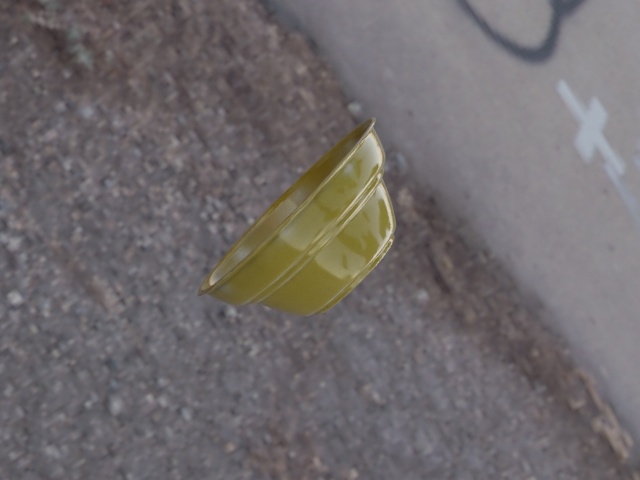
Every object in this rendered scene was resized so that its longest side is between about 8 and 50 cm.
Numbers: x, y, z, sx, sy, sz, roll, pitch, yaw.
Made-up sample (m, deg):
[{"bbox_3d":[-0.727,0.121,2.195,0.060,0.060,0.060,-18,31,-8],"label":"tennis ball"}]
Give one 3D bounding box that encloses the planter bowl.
[{"bbox_3d":[0.000,0.000,1.289,0.090,0.217,0.217,45,30,-6],"label":"planter bowl"}]
